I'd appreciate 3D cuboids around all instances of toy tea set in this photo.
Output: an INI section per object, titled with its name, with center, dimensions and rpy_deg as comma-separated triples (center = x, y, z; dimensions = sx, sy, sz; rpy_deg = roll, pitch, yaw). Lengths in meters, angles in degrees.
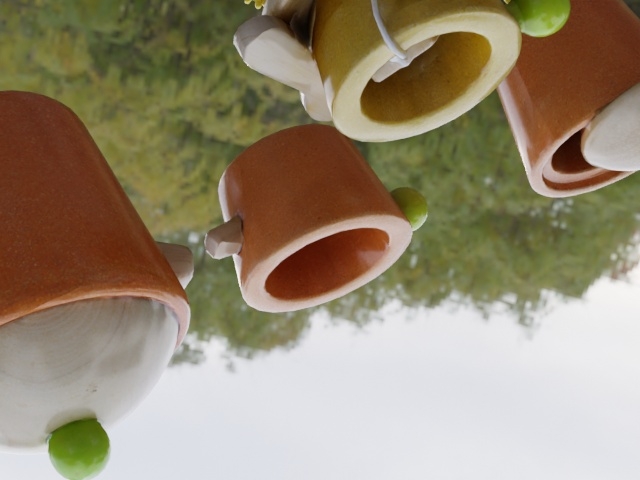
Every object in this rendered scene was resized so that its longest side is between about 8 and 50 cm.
[toy tea set]
center = 0.000, 0.000, 0.468
dimensions = 0.200, 0.336, 0.124
rpy_deg = 62, -177, -66

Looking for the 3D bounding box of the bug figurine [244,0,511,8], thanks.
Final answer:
[bug figurine]
center = 0.040, -0.228, 0.975
dimensions = 0.216, 0.072, 0.279
rpy_deg = -29, -130, -15
